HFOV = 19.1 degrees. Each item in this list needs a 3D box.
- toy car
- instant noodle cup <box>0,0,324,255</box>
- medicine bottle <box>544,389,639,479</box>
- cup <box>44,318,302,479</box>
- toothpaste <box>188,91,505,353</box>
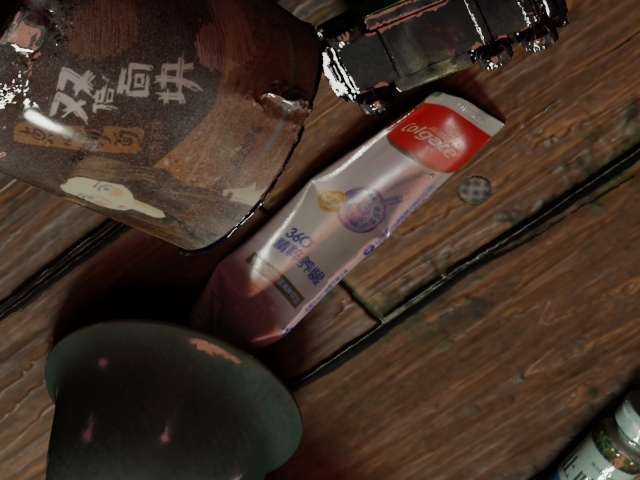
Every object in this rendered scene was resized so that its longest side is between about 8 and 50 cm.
[{"bbox_3d":[0.078,-0.145,1.253,0.165,0.062,0.071,-21,121,12],"label":"toy car"},{"bbox_3d":[-0.129,-0.110,1.194,0.207,0.217,0.217,29,119,-27],"label":"instant noodle cup"},{"bbox_3d":[0.201,0.196,1.491,0.051,0.051,0.191,28,118,-18],"label":"medicine bottle"},{"bbox_3d":[-0.125,0.174,1.375,0.199,0.150,0.199,10,141,8],"label":"cup"},{"bbox_3d":[0.000,0.000,1.360,0.075,0.048,0.301,39,113,-21],"label":"toothpaste"}]
